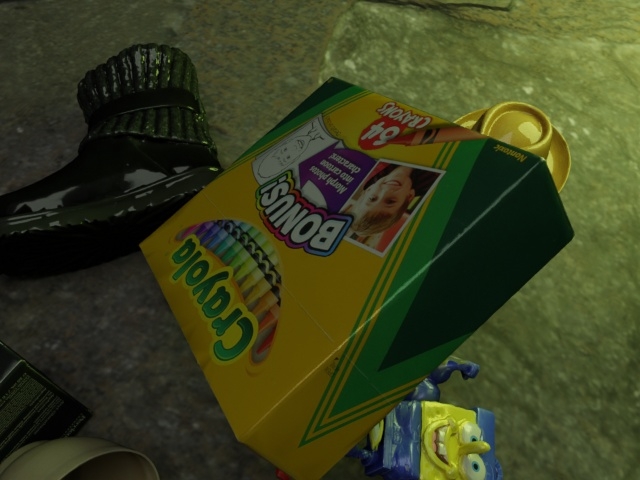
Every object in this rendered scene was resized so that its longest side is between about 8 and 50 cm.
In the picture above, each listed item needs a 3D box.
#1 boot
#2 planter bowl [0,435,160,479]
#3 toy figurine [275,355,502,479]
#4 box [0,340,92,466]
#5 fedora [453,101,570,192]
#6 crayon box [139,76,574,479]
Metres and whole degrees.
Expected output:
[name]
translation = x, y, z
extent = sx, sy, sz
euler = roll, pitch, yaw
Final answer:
[boot]
translation = -0.300, -0.110, 0.813
extent = 0.348, 0.131, 0.260
euler = -16, 67, -20
[planter bowl]
translation = -0.253, 0.259, 0.599
extent = 0.109, 0.162, 0.162
euler = 14, 59, 33
[toy figurine]
translation = 0.093, 0.199, 0.656
extent = 0.217, 0.191, 0.362
euler = 24, 51, -20
[box]
translation = -0.373, 0.223, 0.595
extent = 0.103, 0.184, 0.261
euler = 29, 64, 20
[fedora]
translation = 0.252, -0.128, 0.844
extent = 0.194, 0.079, 0.194
euler = -1, 60, 2
[crayon box]
translation = 0.000, 0.000, 0.630
extent = 0.313, 0.106, 0.363
euler = -41, 35, -5
